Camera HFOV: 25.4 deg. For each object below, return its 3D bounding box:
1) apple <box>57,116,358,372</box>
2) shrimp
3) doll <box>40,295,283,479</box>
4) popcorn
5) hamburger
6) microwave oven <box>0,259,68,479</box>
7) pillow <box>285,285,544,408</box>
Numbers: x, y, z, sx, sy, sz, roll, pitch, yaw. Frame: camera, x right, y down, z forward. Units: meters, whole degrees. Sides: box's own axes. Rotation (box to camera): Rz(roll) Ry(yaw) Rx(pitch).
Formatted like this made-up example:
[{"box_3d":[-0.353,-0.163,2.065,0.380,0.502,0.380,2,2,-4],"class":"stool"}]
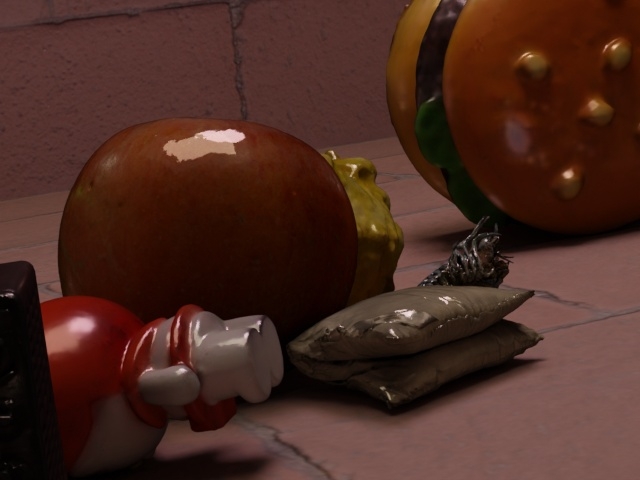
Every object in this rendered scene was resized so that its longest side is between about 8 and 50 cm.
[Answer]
[{"box_3d":[-0.096,0.018,1.206,0.253,0.254,0.253,-7,9,1],"class":"apple"},{"box_3d":[0.132,0.032,1.382,0.076,0.082,0.174,3,20,30],"class":"shrimp"},{"box_3d":[-0.174,0.104,1.009,0.290,0.130,0.161,-11,10,13],"class":"doll"},{"box_3d":[0.004,-0.003,1.402,0.155,0.198,0.197,-8,8,-17],"class":"popcorn"},{"box_3d":[0.281,-0.197,1.757,0.395,0.396,0.277,-10,9,-19],"class":"hamburger"},{"box_3d":[-0.270,0.120,0.810,0.247,0.178,0.188,-9,9,-9],"class":"microwave oven"},{"box_3d":[0.078,0.075,1.148,0.181,0.078,0.134,-14,10,-41],"class":"pillow"}]
